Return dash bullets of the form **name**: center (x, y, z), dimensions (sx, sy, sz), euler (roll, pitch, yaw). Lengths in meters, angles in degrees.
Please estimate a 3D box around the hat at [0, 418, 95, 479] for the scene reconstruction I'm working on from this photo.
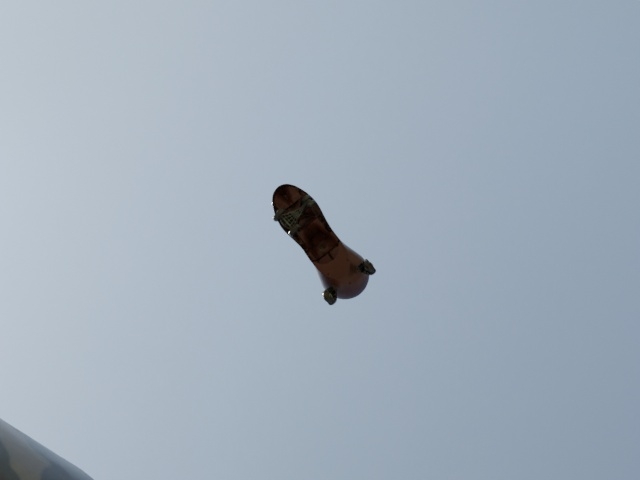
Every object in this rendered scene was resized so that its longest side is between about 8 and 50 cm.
- **hat**: center (-0.252, 0.063, 0.719), dimensions (0.381, 0.257, 0.366), euler (17, -149, -25)

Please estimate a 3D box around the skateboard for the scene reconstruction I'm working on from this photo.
- **skateboard**: center (0.000, 0.000, 1.526), dimensions (0.067, 0.080, 0.151), euler (-36, -99, 3)
